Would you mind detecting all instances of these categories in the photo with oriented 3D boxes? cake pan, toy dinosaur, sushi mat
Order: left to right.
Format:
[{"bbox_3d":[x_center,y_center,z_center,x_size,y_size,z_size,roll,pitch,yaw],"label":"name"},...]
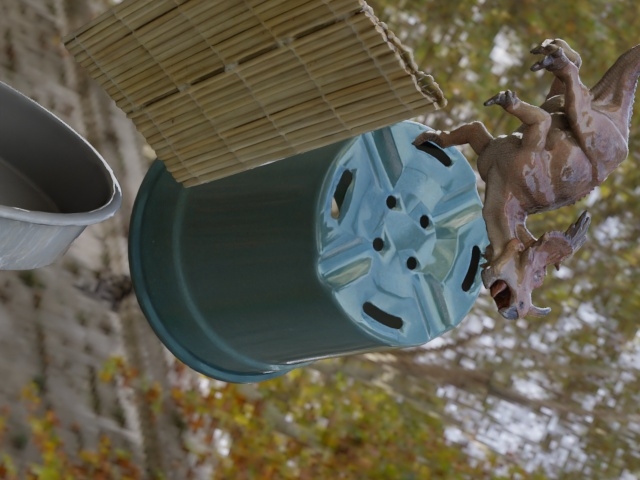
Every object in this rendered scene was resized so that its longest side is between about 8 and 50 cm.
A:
[{"bbox_3d":[-0.277,-0.070,0.949,0.054,0.293,0.293,-60,-151,15],"label":"cake pan"},{"bbox_3d":[-0.057,-0.115,0.930,0.019,0.151,0.316,-47,-161,-30],"label":"sushi mat"},{"bbox_3d":[0.231,-0.073,1.354,0.296,0.200,0.127,-38,-171,-8],"label":"toy dinosaur"}]

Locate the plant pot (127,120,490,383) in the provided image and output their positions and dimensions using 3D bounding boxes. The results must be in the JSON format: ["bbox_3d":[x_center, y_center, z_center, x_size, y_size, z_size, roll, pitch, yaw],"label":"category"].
[{"bbox_3d":[0.000,0.000,1.666,0.334,0.341,0.341,-7,-118,54],"label":"plant pot"}]
